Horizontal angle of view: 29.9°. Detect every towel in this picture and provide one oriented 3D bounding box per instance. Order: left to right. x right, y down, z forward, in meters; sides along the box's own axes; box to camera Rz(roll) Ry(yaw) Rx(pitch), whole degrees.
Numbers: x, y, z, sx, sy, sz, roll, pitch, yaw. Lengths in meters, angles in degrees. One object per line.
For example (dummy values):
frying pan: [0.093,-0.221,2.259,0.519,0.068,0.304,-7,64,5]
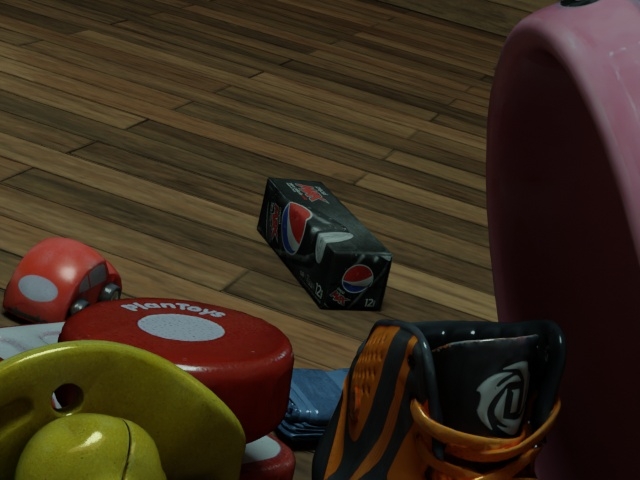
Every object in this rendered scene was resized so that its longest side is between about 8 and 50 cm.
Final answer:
towel: [0.020,0.110,0.809,0.119,0.029,0.067,2,24,-28]

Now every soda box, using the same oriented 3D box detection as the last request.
soda box: [0.000,0.000,1.050,0.060,0.053,0.169,4,22,-25]

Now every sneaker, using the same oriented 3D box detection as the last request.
sneaker: [0.073,0.139,0.550,0.125,0.180,0.321,3,23,-27]

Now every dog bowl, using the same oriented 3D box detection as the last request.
dog bowl: [0.193,0.044,0.612,0.150,0.408,0.408,-8,23,-3]

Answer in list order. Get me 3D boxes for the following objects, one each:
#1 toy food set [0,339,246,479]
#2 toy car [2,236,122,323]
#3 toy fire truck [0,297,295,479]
toy food set: [-0.082,0.146,0.389,0.128,0.217,0.071,9,9,-34]
toy car: [-0.199,0.056,0.778,0.239,0.053,0.225,-3,26,-38]
toy fire truck: [-0.169,0.103,0.532,0.302,0.169,0.254,-5,17,-41]
